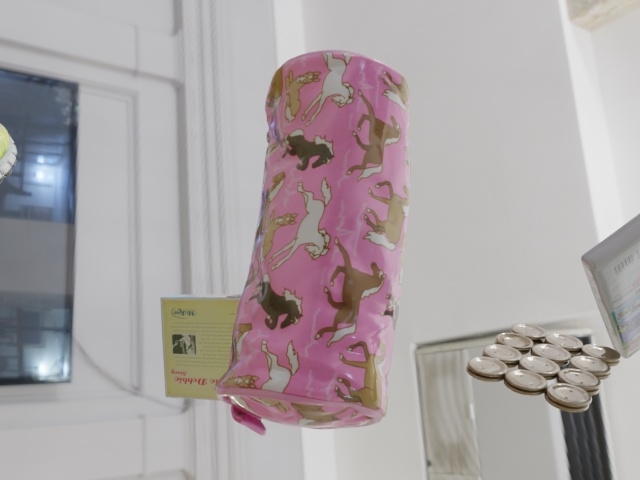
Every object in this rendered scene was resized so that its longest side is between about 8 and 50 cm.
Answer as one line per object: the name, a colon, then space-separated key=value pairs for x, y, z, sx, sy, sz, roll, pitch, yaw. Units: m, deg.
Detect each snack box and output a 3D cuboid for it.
snack box: x=-0.133 y=0.189 z=1.191 sx=0.322 sy=0.060 sz=0.187 roll=-2 pitch=-89 yaw=23

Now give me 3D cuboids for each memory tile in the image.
memory tile: x=0.213 y=0.116 z=0.639 sx=0.113 sy=0.148 sz=0.012 roll=15 pitch=-70 yaw=33

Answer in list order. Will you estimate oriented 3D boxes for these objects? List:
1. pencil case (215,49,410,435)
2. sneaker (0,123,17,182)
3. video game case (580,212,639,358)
pencil case: x=0.000 y=0.000 z=0.690 sx=0.167 sy=0.160 sz=0.385 roll=132 pitch=-33 yaw=-62
sneaker: x=-0.334 y=-0.063 z=0.556 sx=0.082 sy=0.094 sz=0.208 roll=-15 pitch=-150 yaw=20
video game case: x=0.350 y=0.005 z=0.629 sx=0.212 sy=0.193 sz=0.023 roll=-38 pitch=-134 yaw=4
